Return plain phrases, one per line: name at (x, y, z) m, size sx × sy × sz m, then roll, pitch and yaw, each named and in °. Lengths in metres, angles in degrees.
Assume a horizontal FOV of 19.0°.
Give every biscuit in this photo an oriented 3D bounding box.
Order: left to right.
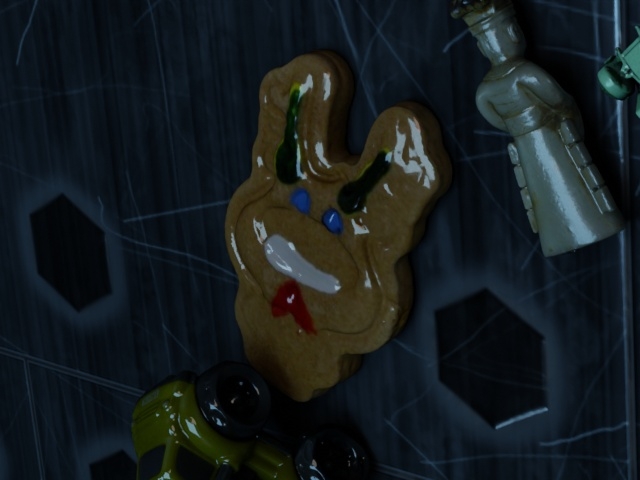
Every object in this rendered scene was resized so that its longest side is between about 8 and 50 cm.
biscuit at (0.000, 0.000, 1.662) m, size 0.202 × 0.047 × 0.333 m, roll 36°, pitch 130°, yaw 25°

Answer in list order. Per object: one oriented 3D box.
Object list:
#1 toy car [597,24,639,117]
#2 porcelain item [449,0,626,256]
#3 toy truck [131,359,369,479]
toy car at (0.264, -0.092, 1.371) m, size 0.143 × 0.054 × 0.073 m, roll 55°, pitch 134°, yaw 15°
porcelain item at (0.162, -0.095, 1.462) m, size 0.084 × 0.054 × 0.213 m, roll -21°, pitch 94°, yaw 43°
toy truck at (-0.075, 0.226, 1.717) m, size 0.224 × 0.165 × 0.147 m, roll 37°, pitch 139°, yaw -19°
